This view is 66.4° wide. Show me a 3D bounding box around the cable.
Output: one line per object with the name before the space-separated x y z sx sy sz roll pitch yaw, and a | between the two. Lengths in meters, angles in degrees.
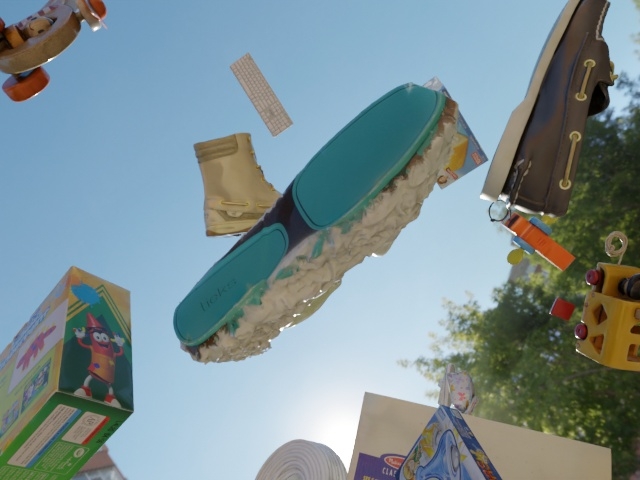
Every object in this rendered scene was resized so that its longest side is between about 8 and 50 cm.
cable | -0.049 0.549 1.026 0.089 0.257 0.257 41 -139 -24

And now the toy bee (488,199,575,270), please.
toy bee | 0.622 -0.038 1.472 0.195 0.162 0.298 -31 -78 9

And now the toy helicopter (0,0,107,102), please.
toy helicopter | -0.494 -0.431 0.928 0.235 0.355 0.140 -15 -44 13

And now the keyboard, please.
keyboard | -0.173 -0.424 1.426 0.072 0.256 0.014 -32 -6 4

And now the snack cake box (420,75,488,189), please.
snack cake box | 0.315 -0.280 1.307 0.152 0.089 0.264 -34 -55 17

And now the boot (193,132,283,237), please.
boot | -0.115 -0.119 0.990 0.261 0.095 0.204 -9 -93 -14

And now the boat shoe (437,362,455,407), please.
boat shoe | 0.288 0.334 1.135 0.035 0.035 0.100 16 -101 -49

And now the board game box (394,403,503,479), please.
board game box | 0.167 0.326 0.615 0.035 0.201 0.136 24 -77 -16

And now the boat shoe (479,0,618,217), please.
boat shoe | 0.209 -0.121 0.420 0.228 0.068 0.081 -62 -18 -15

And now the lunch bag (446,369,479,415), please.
lunch bag | 0.285 0.309 0.972 0.071 0.053 0.083 51 -147 -53

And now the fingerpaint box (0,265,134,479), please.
fingerpaint box | -0.595 0.341 1.048 0.445 0.371 0.163 -47 -53 11

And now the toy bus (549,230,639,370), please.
toy bus | 0.517 0.119 0.827 0.191 0.104 0.202 -39 -79 -1

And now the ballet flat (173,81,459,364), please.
ballet flat | 0.000 0.000 0.563 0.409 0.147 0.147 -41 -36 17

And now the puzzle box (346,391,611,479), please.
puzzle box | 0.241 0.426 0.791 0.052 0.408 0.272 72 -149 -61
